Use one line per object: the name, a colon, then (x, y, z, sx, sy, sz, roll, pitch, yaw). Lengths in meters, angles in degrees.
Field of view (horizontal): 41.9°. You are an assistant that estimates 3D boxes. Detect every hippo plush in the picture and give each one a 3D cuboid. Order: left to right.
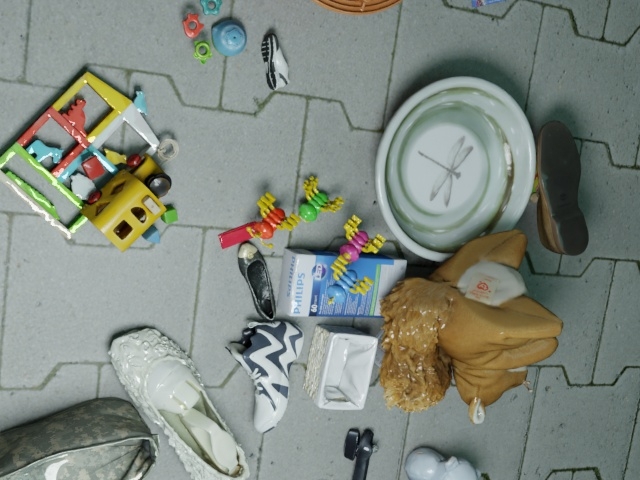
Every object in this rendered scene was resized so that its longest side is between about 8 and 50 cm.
hippo plush: (0.249, 0.592, 1.882, 0.234, 0.294, 0.236, 26, 82, -48)

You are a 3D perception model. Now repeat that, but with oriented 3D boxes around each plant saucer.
plant saucer: (0.279, -0.156, 1.815, 0.401, 0.100, 0.400, -5, 103, -24)

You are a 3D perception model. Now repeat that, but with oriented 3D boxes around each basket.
basket: (0.040, 0.268, 1.798, 0.113, 0.103, 0.167, 8, 98, -26)

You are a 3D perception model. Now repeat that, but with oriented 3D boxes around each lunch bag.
lunch bag: (-0.444, 0.407, 1.536, 0.287, 0.235, 0.168, -20, 104, -19)

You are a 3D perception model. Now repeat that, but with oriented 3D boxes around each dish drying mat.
dish drying mat: (-0.165, -0.010, 1.697, 0.083, 0.008, 0.032, -22, 110, -19)

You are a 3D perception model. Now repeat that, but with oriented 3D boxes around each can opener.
can opener: (0.091, 0.518, 1.910, 0.059, 0.073, 0.186, -21, 119, -60)

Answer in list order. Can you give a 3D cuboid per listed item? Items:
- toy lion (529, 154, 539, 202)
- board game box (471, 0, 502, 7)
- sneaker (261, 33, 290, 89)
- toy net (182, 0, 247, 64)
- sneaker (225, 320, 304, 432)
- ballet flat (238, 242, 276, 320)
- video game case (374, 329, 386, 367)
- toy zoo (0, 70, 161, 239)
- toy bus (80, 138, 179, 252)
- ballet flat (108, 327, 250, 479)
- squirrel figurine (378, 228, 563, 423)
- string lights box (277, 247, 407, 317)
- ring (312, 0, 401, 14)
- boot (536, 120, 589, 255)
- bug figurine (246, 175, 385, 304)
toy lion: (0.487, -0.151, 1.950, 0.096, 0.034, 0.100, 30, 89, -20)
board game box: (0.365, -0.559, 1.810, 0.090, 0.020, 0.090, -18, 107, -20)
sneaker: (-0.087, -0.354, 1.646, 0.044, 0.040, 0.109, -20, 113, -37)
toy net: (-0.213, -0.454, 1.561, 0.122, 0.045, 0.232, -19, 107, -18)
sneaker: (-0.138, 0.272, 1.725, 0.153, 0.094, 0.234, 18, 94, -25)
ballet flat: (-0.124, 0.084, 1.713, 0.058, 0.049, 0.173, -25, 110, -18)
video game case: (0.164, 0.233, 1.897, 0.087, 0.011, 0.122, 44, 82, -25)
toy zoo: (-0.430, -0.170, 1.530, 0.293, 0.030, 0.192, -48, 115, -8)
toy bus: (-0.332, -0.075, 1.526, 0.191, 0.104, 0.202, -6, 114, -34)
ballet flat: (-0.257, 0.337, 1.661, 0.147, 0.147, 0.408, -36, 114, -13)
squirrel figurine: (0.300, 0.225, 1.804, 0.397, 0.281, 0.370, -12, 137, -8)
string lights box: (0.047, 0.092, 1.777, 0.260, 0.077, 0.133, 4, 99, -25)
ring: (0.066, -0.548, 1.385, 0.337, 0.032, 0.336, -5, 103, -23)
boot: (0.524, -0.117, 1.900, 0.112, 0.115, 0.305, -10, 96, -18)
bug figurine: (0.000, 0.000, 1.677, 0.279, 0.072, 0.216, 42, 50, 5)
